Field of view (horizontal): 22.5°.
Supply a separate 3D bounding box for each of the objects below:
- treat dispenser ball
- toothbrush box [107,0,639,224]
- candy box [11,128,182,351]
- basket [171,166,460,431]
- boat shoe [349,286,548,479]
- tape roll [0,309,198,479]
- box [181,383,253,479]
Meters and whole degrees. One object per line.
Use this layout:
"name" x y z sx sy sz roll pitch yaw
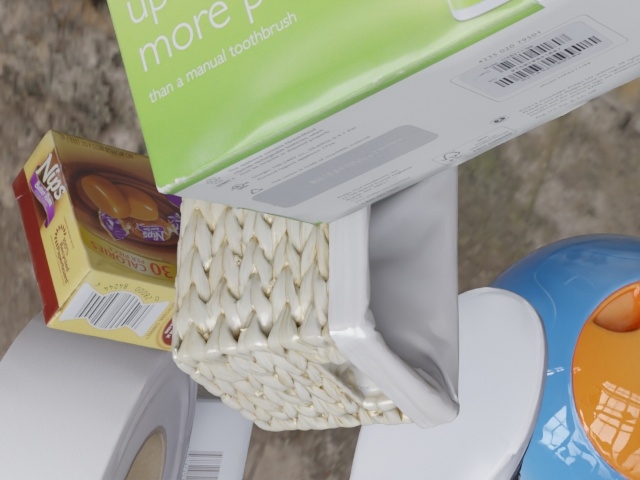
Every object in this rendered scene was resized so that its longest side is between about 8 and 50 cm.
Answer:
"treat dispenser ball" 0.264 0.137 1.487 0.288 0.288 0.288 5 65 -10
"toothbrush box" 0.013 -0.176 0.640 0.122 0.206 0.283 13 58 -57
"candy box" -0.075 0.011 0.916 0.187 0.053 0.109 14 39 -36
"basket" 0.000 0.000 0.769 0.103 0.113 0.167 -11 59 24
"boat shoe" 0.080 0.179 1.076 0.108 0.102 0.301 17 87 26
"tape roll" -0.181 0.192 1.153 0.100 0.286 0.286 16 63 7
"box" -0.141 0.174 1.431 0.091 0.170 0.130 5 102 -29
